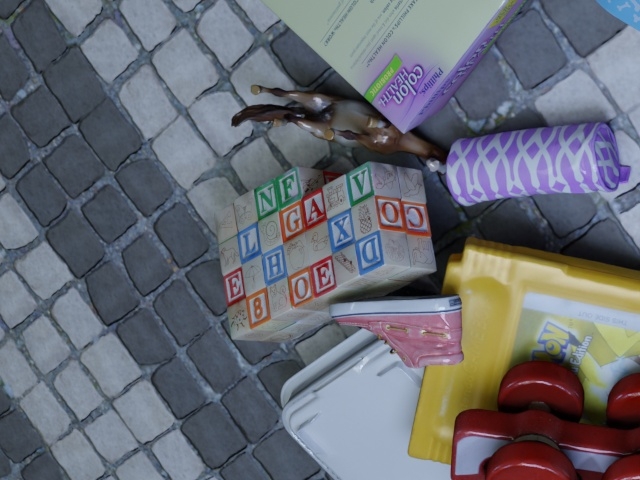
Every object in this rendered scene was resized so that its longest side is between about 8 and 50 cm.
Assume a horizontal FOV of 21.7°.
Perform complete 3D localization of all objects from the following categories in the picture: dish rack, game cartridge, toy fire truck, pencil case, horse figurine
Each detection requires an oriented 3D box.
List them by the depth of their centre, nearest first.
[{"bbox_3d":[0.297,0.287,1.891,0.302,0.169,0.254,6,129,8],"label":"toy fire truck"},{"bbox_3d":[0.244,-0.084,1.925,0.206,0.086,0.088,-4,141,34],"label":"pencil case"},{"bbox_3d":[0.284,0.159,1.943,0.323,0.053,0.285,11,111,3],"label":"game cartridge"},{"bbox_3d":[0.024,-0.139,2.002,0.263,0.174,0.066,16,96,33],"label":"horse figurine"},{"bbox_3d":[0.123,0.265,2.098,0.333,0.072,0.285,46,127,-10],"label":"dish rack"}]

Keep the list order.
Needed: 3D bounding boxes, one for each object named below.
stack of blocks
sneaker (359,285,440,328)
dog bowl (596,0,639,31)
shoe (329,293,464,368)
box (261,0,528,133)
[{"bbox_3d":[0.000,0.000,2.027,0.297,0.087,0.171,-27,65,45],"label":"stack of blocks"},{"bbox_3d":[0.107,0.100,2.101,0.209,0.069,0.082,23,158,9],"label":"sneaker"},{"bbox_3d":[0.402,-0.250,1.722,0.297,0.166,0.074,34,135,14],"label":"dog bowl"},{"bbox_3d":[0.087,0.106,1.923,0.178,0.063,0.081,-4,93,37],"label":"shoe"},{"bbox_3d":[0.090,-0.290,1.910,0.243,0.117,0.213,44,125,9],"label":"box"}]
